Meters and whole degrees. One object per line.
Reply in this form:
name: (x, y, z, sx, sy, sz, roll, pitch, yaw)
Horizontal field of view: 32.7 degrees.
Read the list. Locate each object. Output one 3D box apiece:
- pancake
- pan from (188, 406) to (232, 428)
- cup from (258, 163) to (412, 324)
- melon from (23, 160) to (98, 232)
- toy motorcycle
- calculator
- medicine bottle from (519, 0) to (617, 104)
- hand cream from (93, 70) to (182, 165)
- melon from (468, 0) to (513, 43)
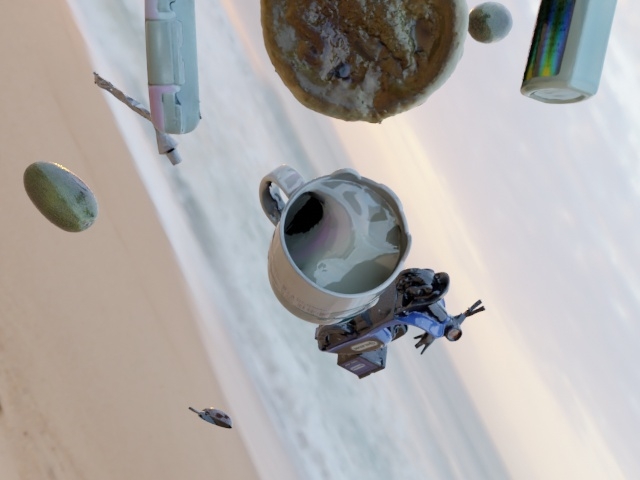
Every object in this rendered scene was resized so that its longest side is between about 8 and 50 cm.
pancake: (0.075, -0.360, 1.828, 0.356, 0.356, 0.065, 62, 10, -17)
pan: (-0.203, 0.316, 1.997, 0.115, 0.068, 0.023, 42, 61, -51)
cup: (0.000, 0.000, 1.881, 0.290, 0.219, 0.257, 49, -21, 8)
melon: (-0.477, -0.083, 1.997, 0.162, 0.099, 0.099, 43, 0, 11)
toy motorcycle: (0.142, 0.151, 2.119, 0.212, 0.358, 0.125, 30, 50, -31)
calculator: (-0.134, -0.171, 1.001, 0.246, 0.045, 0.141, -122, -150, -78)
medicine bottle: (0.339, -0.302, 1.461, 0.121, 0.083, 0.229, 1, -102, 68)
hand cream: (-0.382, -0.261, 2.311, 0.257, 0.050, 0.084, 46, -8, -7)
melon: (0.389, -0.500, 2.502, 0.130, 0.098, 0.098, -23, 84, -48)
